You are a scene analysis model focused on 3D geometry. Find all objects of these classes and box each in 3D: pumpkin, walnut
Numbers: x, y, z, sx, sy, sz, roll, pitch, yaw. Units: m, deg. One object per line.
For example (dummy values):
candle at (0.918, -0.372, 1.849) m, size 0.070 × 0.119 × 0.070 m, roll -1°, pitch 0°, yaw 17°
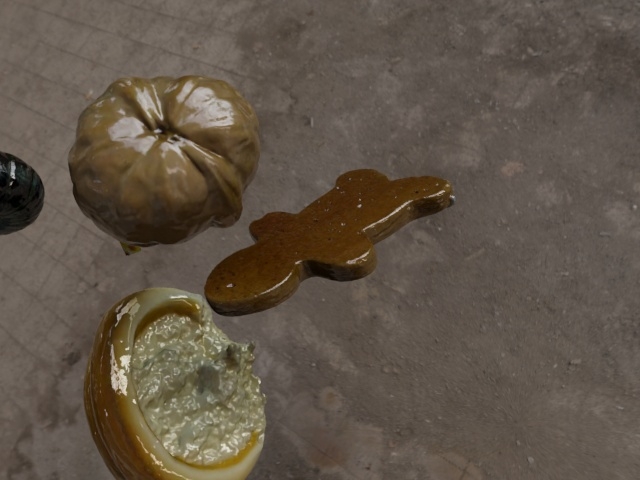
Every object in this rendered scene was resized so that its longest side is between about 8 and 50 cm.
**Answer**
pumpkin at (-0.626, -0.084, 0.933) m, size 0.202 × 0.202 × 0.140 m, roll -27°, pitch 64°, yaw 10°
walnut at (-0.240, -0.124, 0.791) m, size 0.285 × 0.285 × 0.296 m, roll 36°, pitch 70°, yaw 28°

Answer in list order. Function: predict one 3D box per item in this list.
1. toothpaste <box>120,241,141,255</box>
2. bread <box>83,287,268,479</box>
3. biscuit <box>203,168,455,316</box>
toothpaste at (-0.428, -0.056, 1.055) m, size 0.037 × 0.043 × 0.178 m, roll -20°, pitch 106°, yaw -4°
bread at (-0.292, 0.308, 1.007) m, size 0.245 × 0.329 × 0.423 m, roll -40°, pitch 74°, yaw 49°
biscuit at (0.001, 0.001, 0.833) m, size 0.432 × 0.064 × 0.283 m, roll -36°, pitch 34°, yaw -30°
